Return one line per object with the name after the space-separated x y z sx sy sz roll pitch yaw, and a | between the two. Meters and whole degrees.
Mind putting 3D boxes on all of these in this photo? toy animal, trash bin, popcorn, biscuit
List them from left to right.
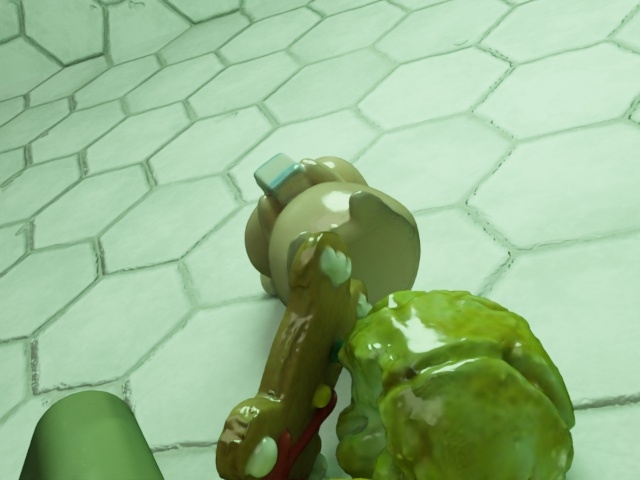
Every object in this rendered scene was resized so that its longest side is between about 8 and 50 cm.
-0.201 0.284 0.698 0.247 0.121 0.243 41 113 58 | trash bin
-0.025 0.174 0.738 0.047 0.216 0.340 15 70 22 | biscuit
-0.002 -0.003 0.967 0.195 0.213 0.256 -38 36 -1 | toy animal
0.114 0.144 0.701 0.204 0.184 0.221 12 38 -13 | popcorn

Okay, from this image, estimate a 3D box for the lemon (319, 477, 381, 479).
0.023 0.269 0.528 0.288 0.234 0.234 3 35 -2 | lemon
